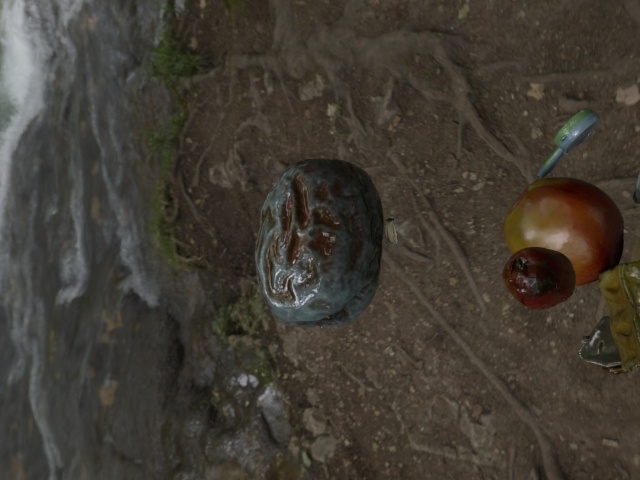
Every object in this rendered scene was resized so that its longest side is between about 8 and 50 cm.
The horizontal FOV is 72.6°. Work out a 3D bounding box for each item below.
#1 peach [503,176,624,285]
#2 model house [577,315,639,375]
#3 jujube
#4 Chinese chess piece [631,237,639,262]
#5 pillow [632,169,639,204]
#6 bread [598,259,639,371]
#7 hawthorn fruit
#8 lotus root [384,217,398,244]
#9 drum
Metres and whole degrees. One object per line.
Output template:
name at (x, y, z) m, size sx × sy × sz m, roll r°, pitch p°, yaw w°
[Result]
peach at (0.705, -0.021, 1.264) m, size 0.332 × 0.307 × 0.308 m, roll 47°, pitch 115°, yaw 12°
model house at (1.032, 0.368, 1.474) m, size 0.219 × 0.229 × 0.200 m, roll 30°, pitch 94°, yaw 53°
jujube at (-0.005, -0.002, 0.801) m, size 0.246 × 0.215 × 0.308 m, roll -26°, pitch 61°, yaw 46°
Chinese chess piece at (1.043, 0.110, 1.337) m, size 0.102 × 0.273 × 0.274 m, roll -1°, pitch 92°, yaw 23°
pillow at (0.547, -0.117, 0.698) m, size 0.055 × 0.091 × 0.136 m, roll 2°, pitch 107°, yaw 20°
bread at (0.814, 0.170, 1.054) m, size 0.238 × 0.195 × 0.252 m, roll -27°, pitch 61°, yaw 38°
hawthorn fruit at (0.239, 0.041, 0.481) m, size 0.077 × 0.077 × 0.077 m, roll 2°, pitch 94°, yaw 32°
lotus root at (0.208, -0.028, 1.300) m, size 0.037 × 0.030 × 0.083 m, roll -12°, pitch 114°, yaw 5°
drum at (0.670, -0.254, 1.219) m, size 0.049 × 0.130 × 0.253 m, roll 50°, pitch 146°, yaw 22°
